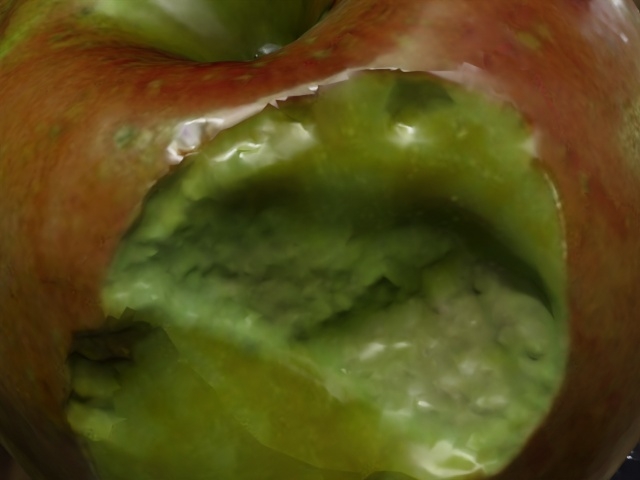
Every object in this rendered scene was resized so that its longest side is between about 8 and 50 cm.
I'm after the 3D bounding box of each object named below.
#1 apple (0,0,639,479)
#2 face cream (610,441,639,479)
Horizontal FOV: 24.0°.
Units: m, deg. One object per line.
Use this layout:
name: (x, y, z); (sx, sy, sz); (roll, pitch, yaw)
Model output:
apple: (0.000, 0.000, 0.665); (0.339, 0.339, 0.340); (-32, -41, -34)
face cream: (0.253, 0.070, 1.260); (0.225, 0.249, 0.249); (-57, -33, -16)
